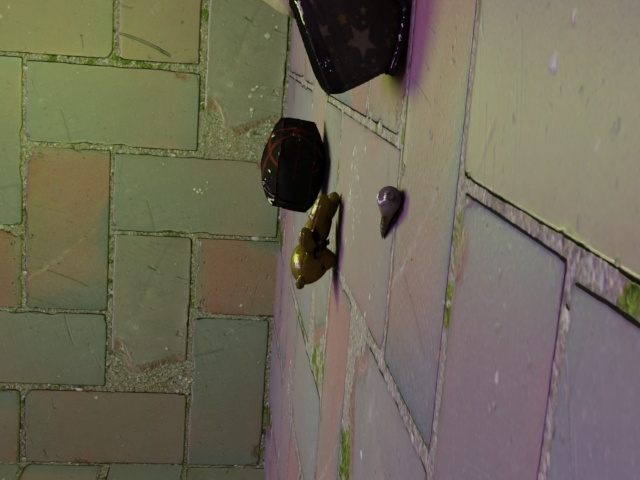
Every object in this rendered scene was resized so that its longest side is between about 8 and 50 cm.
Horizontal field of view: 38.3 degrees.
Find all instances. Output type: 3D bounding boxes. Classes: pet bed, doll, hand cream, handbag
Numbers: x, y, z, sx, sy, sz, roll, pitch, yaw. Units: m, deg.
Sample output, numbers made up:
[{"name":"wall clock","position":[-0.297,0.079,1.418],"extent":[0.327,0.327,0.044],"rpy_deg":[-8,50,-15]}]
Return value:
[{"name":"pet bed","position":[0.050,-0.332,1.405],"extent":[0.211,0.159,0.183],"rpy_deg":[-108,-3,-76]},{"name":"doll","position":[0.000,0.000,1.950],"extent":[0.137,0.097,0.209],"rpy_deg":[-44,-26,-66]},{"name":"hand cream","position":[0.097,-0.046,1.366],"extent":[0.165,0.037,0.057],"rpy_deg":[95,176,-78]},{"name":"handbag","position":[-0.066,-0.190,2.253],"extent":[0.215,0.155,0.169],"rpy_deg":[-94,16,-57]}]

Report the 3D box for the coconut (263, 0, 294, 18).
[{"name":"coconut","position":[-0.027,-0.535,1.715],"extent":[0.237,0.237,0.265],"rpy_deg":[129,147,-79]}]
